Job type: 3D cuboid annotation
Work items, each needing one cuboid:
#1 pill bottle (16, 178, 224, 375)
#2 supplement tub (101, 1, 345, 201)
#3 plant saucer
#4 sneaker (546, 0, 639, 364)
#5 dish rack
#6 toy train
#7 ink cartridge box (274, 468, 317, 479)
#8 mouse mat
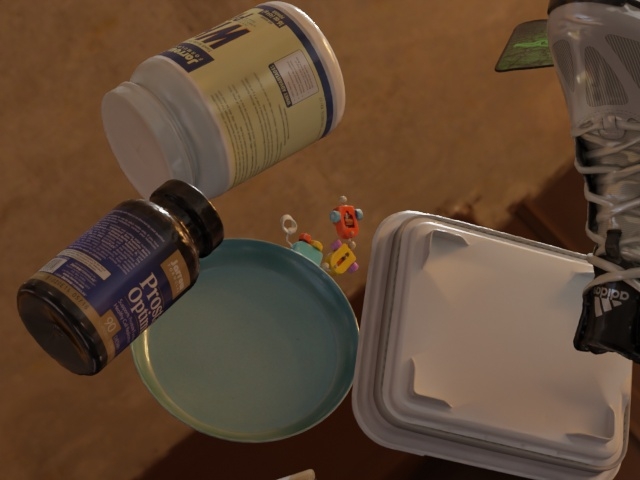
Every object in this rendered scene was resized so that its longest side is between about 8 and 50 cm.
[{"bbox_3d":[-0.209,0.033,1.382,0.219,0.122,0.123,-44,-25,-31],"label":"pill bottle"},{"bbox_3d":[-0.150,-0.206,1.992,0.324,0.235,0.235,-31,-31,-26],"label":"supplement tub"},{"bbox_3d":[-0.104,0.139,1.764,0.317,0.318,0.044,-24,-25,-26],"label":"plant saucer"},{"bbox_3d":[0.318,-0.031,1.246,0.447,0.169,0.258,49,-121,-38],"label":"sneaker"},{"bbox_3d":[0.212,0.114,1.452,0.332,0.286,0.072,15,-25,-13],"label":"dish rack"},{"bbox_3d":[0.000,0.000,2.046,0.166,0.125,0.046,-10,-9,-39],"label":"toy train"},{"bbox_3d":[-0.108,0.374,1.645,0.234,0.088,0.193,-18,-6,-1],"label":"ink cartridge box"},{"bbox_3d":[0.336,-0.269,1.718,0.153,0.189,0.007,-60,-40,-50],"label":"mouse mat"}]
